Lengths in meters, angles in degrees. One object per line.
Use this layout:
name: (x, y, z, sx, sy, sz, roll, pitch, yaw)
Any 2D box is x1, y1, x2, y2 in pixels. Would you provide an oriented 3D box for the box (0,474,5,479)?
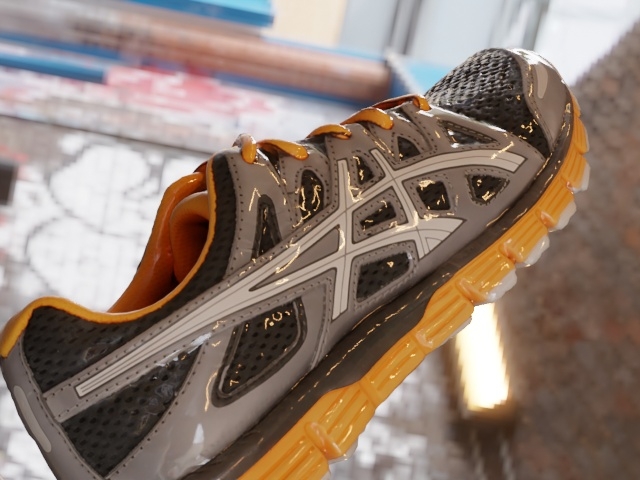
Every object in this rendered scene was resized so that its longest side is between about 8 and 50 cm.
box: (-0.201, 0.085, 0.662, 0.179, 0.105, 0.043, 28, -26, 47)

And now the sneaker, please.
sneaker: (0.000, 0.000, 0.489, 0.215, 0.083, 0.084, -46, -170, -37)
